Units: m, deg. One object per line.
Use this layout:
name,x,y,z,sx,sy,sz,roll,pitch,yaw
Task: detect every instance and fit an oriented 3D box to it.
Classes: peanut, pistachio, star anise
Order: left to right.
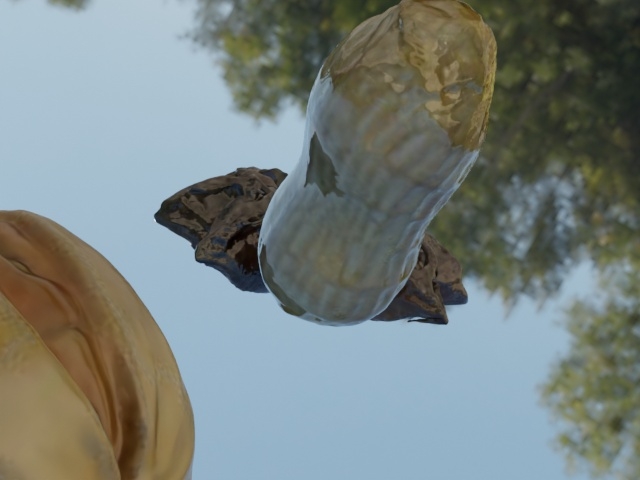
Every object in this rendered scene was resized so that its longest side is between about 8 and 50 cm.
pistachio,-0.205,0.117,1.042,0.309,0.230,0.230,54,-160,16
star anise,-0.001,-0.001,1.565,0.331,0.118,0.332,21,-168,-5
peanut,0.024,-0.033,0.771,0.087,0.207,0.087,12,-133,-13
